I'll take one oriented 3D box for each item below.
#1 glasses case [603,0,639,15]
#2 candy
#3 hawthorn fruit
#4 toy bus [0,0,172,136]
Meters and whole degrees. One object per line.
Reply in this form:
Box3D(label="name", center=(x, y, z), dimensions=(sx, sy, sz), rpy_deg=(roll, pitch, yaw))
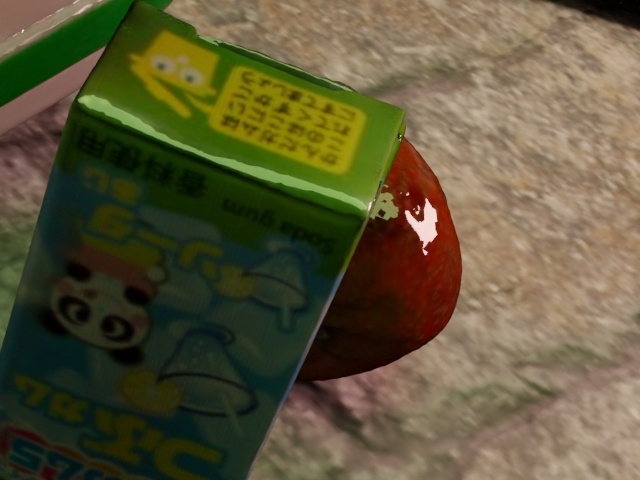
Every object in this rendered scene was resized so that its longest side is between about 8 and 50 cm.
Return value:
Box3D(label="glasses case", center=(0.246, -0.169, 1.015), dimensions=(0.267, 0.067, 0.103), rpy_deg=(16, 38, -9))
Box3D(label="candy", center=(-0.050, 0.025, 0.553), dimensions=(0.097, 0.194, 0.062), rpy_deg=(21, 40, -3))
Box3D(label="hawthorn fruit", center=(0.000, 0.000, 0.674), dimensions=(0.128, 0.128, 0.128), rpy_deg=(13, 40, -12))
Box3D(label="toy bus", center=(-0.202, -0.099, 0.637), dimensions=(0.179, 0.143, 0.305), rpy_deg=(39, 50, 17))
